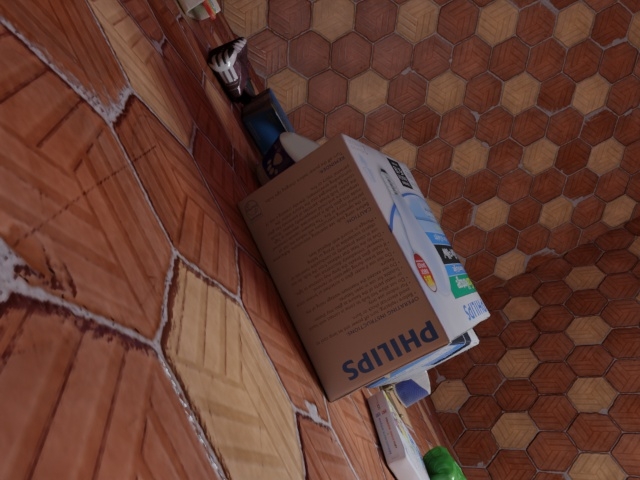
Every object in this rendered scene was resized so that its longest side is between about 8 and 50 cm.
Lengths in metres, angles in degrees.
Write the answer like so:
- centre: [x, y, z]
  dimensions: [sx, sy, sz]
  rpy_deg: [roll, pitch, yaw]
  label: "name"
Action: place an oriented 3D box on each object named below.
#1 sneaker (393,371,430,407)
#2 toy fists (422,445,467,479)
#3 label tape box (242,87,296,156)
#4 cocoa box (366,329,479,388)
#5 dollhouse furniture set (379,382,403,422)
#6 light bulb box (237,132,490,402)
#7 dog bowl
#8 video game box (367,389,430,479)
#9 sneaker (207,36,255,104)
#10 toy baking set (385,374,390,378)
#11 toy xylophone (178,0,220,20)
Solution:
- centre: [0.254, 0.375, 1.843]
  dimensions: [0.315, 0.128, 0.182]
  rpy_deg: [61, 7, -4]
  label: "sneaker"
- centre: [0.304, 0.611, 1.246]
  dimensions: [0.142, 0.096, 0.278]
  rpy_deg: [-132, -157, -71]
  label: "toy fists"
- centre: [-0.128, -0.291, 1.625]
  dimensions: [0.240, 0.106, 0.333]
  rpy_deg: [59, 7, -26]
  label: "label tape box"
- centre: [0.178, 0.152, 1.364]
  dimensions: [0.228, 0.231, 0.346]
  rpy_deg: [10, 49, -54]
  label: "cocoa box"
- centre: [0.241, 0.394, 1.497]
  dimensions: [0.144, 0.151, 0.123]
  rpy_deg: [53, 11, -51]
  label: "dollhouse furniture set"
- centre: [0.095, 0.045, 0.997]
  dimensions: [0.360, 0.225, 0.358]
  rpy_deg: [63, 23, 13]
  label: "light bulb box"
- centre: [-0.016, -0.142, 1.333]
  dimensions: [0.265, 0.104, 0.264]
  rpy_deg: [31, 25, -16]
  label: "dog bowl"
- centre: [0.173, 0.445, 1.145]
  dimensions: [0.205, 0.048, 0.187]
  rpy_deg: [60, 7, -25]
  label: "video game box"
- centre: [-0.242, -0.473, 1.575]
  dimensions: [0.281, 0.107, 0.162]
  rpy_deg: [-87, 156, -59]
  label: "sneaker"
- centre: [0.060, 0.157, 1.121]
  dimensions: [0.256, 0.030, 0.196]
  rpy_deg: [50, 27, -14]
  label: "toy baking set"
- centre: [-0.379, -0.734, 1.573]
  dimensions: [0.236, 0.081, 0.322]
  rpy_deg: [60, 6, -24]
  label: "toy xylophone"
